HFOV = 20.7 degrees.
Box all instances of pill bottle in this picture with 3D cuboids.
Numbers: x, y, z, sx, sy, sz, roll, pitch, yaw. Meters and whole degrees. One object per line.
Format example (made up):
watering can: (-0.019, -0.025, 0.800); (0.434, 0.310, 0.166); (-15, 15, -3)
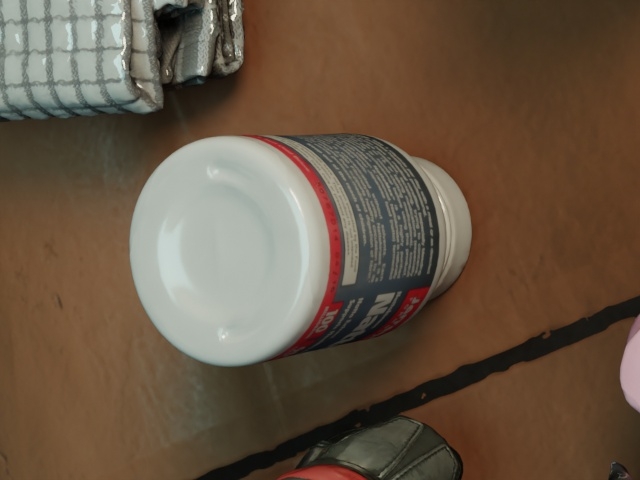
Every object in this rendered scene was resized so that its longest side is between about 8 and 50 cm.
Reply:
pill bottle: (0.000, 0.000, 0.869); (0.108, 0.180, 0.108); (3, 95, 32)

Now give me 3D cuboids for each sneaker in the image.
sneaker: (-0.001, 0.187, 0.936); (0.097, 0.135, 0.276); (39, 137, 11)

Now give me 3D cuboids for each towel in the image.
towel: (-0.160, -0.205, 0.997); (0.235, 0.121, 0.284); (-3, 90, 31)

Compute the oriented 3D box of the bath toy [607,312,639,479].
bath toy: (0.191, 0.077, 0.793); (0.129, 0.151, 0.348); (-142, 63, -63)
